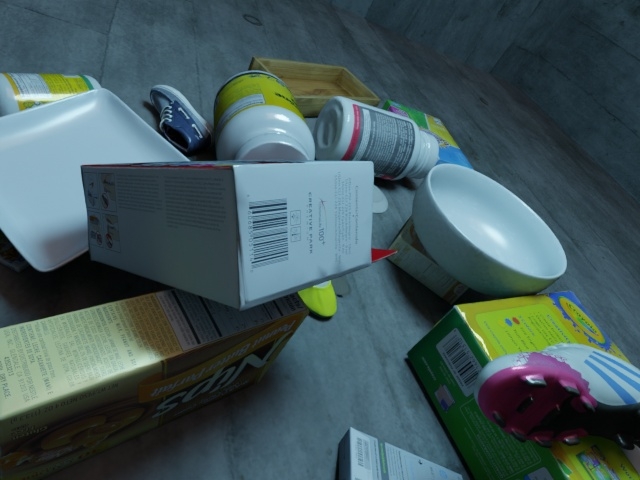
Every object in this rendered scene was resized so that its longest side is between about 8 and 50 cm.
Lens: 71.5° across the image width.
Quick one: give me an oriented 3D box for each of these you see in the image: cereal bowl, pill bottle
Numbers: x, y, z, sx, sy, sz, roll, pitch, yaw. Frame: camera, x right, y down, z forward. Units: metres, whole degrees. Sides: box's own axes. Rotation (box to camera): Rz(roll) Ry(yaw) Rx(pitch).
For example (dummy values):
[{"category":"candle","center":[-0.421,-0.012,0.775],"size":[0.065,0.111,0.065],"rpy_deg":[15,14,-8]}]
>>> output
[{"category":"cereal bowl","center":[0.333,-0.006,0.947],"size":[0.339,0.141,0.339],"rpy_deg":[20,39,-17]},{"category":"pill bottle","center":[0.154,-0.258,1.189],"size":[0.319,0.176,0.176],"rpy_deg":[8,43,-28]},{"category":"pill bottle","center":[-0.116,-0.202,0.892],"size":[0.188,0.188,0.334],"rpy_deg":[12,32,-24]},{"category":"pill bottle","center":[-0.484,-0.220,0.748],"size":[0.208,0.117,0.117],"rpy_deg":[-20,61,-47]}]

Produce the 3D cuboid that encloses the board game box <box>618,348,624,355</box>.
[{"category":"board game box","center":[0.652,0.316,1.007],"size":[0.211,0.039,0.160],"rpy_deg":[11,42,-26]}]

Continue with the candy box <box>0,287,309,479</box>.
[{"category":"candy box","center":[-0.184,0.140,0.502],"size":[0.316,0.183,0.087],"rpy_deg":[-12,56,-43]}]

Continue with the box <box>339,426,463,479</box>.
[{"category":"box","center":[0.113,0.341,0.575],"size":[0.186,0.038,0.145],"rpy_deg":[25,21,-8]}]

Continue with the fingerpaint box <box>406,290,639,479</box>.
[{"category":"fingerpaint box","center":[0.415,0.317,0.739],"size":[0.371,0.163,0.445],"rpy_deg":[-1,49,-34]}]

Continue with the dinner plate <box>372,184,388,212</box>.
[{"category":"dinner plate","center":[0.116,-0.124,1.146],"size":[0.141,0.017,0.141],"rpy_deg":[18,38,-15]}]

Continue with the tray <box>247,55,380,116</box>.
[{"category":"tray","center":[-0.010,-0.478,1.407],"size":[0.411,0.076,0.203],"rpy_deg":[-16,57,-45]}]

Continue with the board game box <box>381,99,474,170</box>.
[{"category":"board game box","center":[0.351,-0.337,1.506],"size":[0.242,0.064,0.316],"rpy_deg":[11,42,-25]}]

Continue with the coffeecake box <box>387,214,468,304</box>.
[{"category":"coffeecake box","center":[0.256,0.036,1.020],"size":[0.185,0.068,0.142],"rpy_deg":[36,36,5]}]

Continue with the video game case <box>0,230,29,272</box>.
[{"category":"video game case","center":[-0.448,-0.012,0.629],"size":[0.122,0.011,0.087],"rpy_deg":[29,37,-3]}]

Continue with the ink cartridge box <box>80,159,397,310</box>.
[{"category":"ink cartridge box","center":[-0.097,-0.036,0.564],"size":[0.309,0.130,0.272],"rpy_deg":[8,14,40]}]

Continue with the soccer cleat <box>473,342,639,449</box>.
[{"category":"soccer cleat","center":[0.327,0.198,0.608],"size":[0.331,0.116,0.143],"rpy_deg":[17,25,-19]}]

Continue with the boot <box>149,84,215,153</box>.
[{"category":"boot","center":[-0.316,-0.264,0.954],"size":[0.190,0.069,0.086],"rpy_deg":[40,35,8]}]

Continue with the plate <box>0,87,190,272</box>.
[{"category":"plate","center":[-0.361,-0.102,0.667],"size":[0.277,0.045,0.278],"rpy_deg":[40,51,13]}]

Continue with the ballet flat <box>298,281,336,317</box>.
[{"category":"ballet flat","center":[-0.041,0.034,0.806],"size":[0.077,0.077,0.231],"rpy_deg":[-16,58,-45]}]
